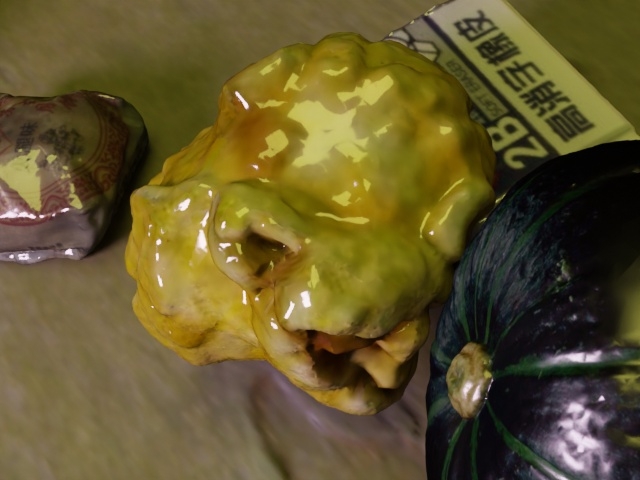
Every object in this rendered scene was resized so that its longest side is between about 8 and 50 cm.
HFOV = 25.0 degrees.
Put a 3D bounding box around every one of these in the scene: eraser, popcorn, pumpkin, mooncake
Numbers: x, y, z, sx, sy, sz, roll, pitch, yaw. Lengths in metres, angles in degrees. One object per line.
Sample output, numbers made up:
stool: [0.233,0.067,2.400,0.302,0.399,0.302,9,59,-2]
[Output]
eraser: [0.118,-0.059,0.914,0.124,0.068,0.210,-30,54,-10]
popcorn: [0.000,0.000,0.832,0.226,0.200,0.203,-31,80,-5]
pumpkin: [0.180,0.079,0.715,0.248,0.248,0.248,-7,54,10]
mooncake: [-0.190,-0.052,0.986,0.130,0.073,0.125,1,54,13]
